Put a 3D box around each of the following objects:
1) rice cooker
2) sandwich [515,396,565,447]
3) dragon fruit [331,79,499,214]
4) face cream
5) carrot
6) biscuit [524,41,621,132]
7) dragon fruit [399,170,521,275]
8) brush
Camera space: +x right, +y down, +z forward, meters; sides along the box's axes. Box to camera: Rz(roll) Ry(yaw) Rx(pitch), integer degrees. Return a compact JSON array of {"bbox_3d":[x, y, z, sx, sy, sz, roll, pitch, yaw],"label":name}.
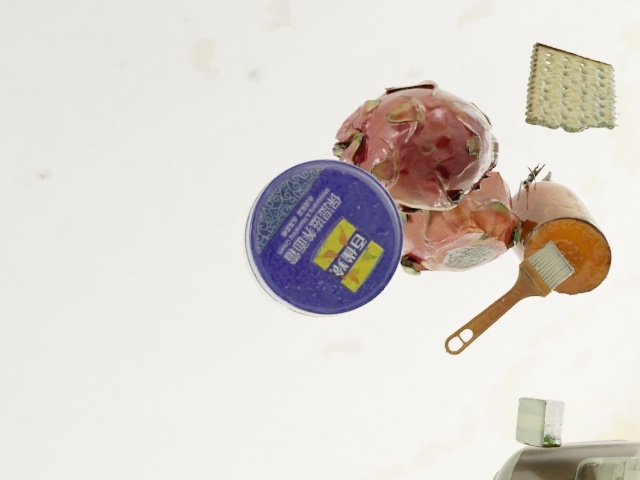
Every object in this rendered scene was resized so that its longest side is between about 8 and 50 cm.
[{"bbox_3d":[0.446,0.457,1.708,0.335,0.325,0.335,21,-115,-55],"label":"rice cooker"},{"bbox_3d":[0.312,0.270,1.665,0.116,0.074,0.074,19,-105,-63],"label":"sandwich"},{"bbox_3d":[0.191,-0.167,2.056,0.315,0.250,0.250,26,-80,-23],"label":"dragon fruit"},{"bbox_3d":[0.000,0.000,1.488,0.206,0.206,0.111,-47,2,-10],"label":"face cream"},{"bbox_3d":[0.517,-0.034,2.573,0.214,0.331,0.193,22,-64,-18],"label":"carrot"},{"bbox_3d":[0.374,-0.219,1.658,0.203,0.144,0.016,-77,3,-46],"label":"biscuit"},{"bbox_3d":[0.296,-0.030,2.427,0.291,0.189,0.290,-5,-21,-2],"label":"dragon fruit"},{"bbox_3d":[0.375,0.128,2.275,0.314,0.090,0.017,-39,4,-5],"label":"brush"}]
